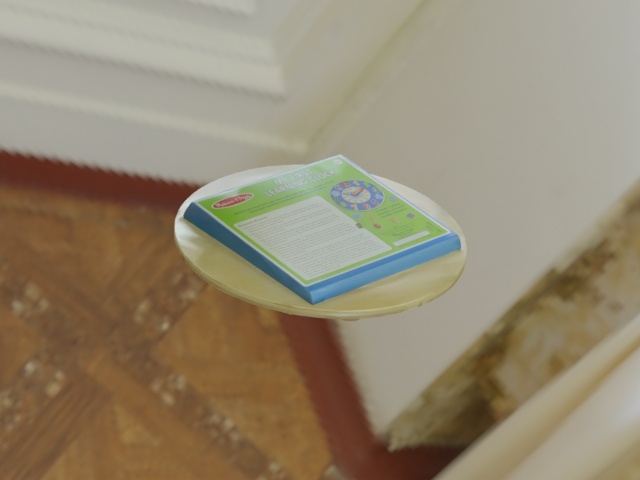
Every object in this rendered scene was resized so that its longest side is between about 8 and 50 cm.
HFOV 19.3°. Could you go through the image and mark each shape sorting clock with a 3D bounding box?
[{"bbox_3d":[0.000,0.000,1.325,0.206,0.040,0.206,7,33,-4],"label":"shape sorting clock"}]
